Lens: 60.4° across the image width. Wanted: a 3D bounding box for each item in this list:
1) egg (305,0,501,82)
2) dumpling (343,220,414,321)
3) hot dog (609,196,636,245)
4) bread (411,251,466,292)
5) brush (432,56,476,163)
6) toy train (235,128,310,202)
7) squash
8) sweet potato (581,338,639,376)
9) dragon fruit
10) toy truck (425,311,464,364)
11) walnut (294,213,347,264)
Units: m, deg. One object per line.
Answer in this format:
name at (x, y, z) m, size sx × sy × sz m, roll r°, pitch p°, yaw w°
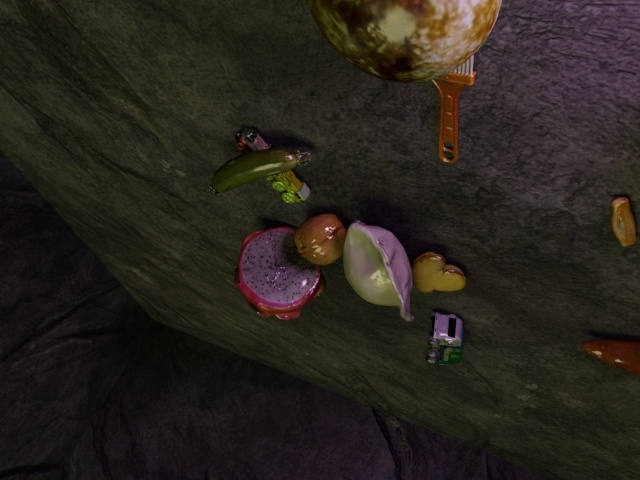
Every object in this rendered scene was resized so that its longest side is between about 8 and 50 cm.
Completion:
egg at (0.102, -0.345, 0.753) m, size 0.289 × 0.238 × 0.238 m, roll 25°, pitch 154°, yaw 20°
dumpling at (0.170, 0.092, 1.468) m, size 0.260 × 0.181 × 0.341 m, roll 55°, pitch 152°, yaw 28°
hot dog at (0.598, -0.037, 1.090) m, size 0.044 × 0.028 × 0.137 m, roll -22°, pitch 134°, yaw 23°
bread at (0.326, 0.080, 1.511) m, size 0.149 × 0.065 × 0.188 m, roll 5°, pitch 144°, yaw 16°
brush at (0.245, -0.250, 1.042) m, size 0.090 × 0.017 × 0.314 m, roll 18°, pitch 152°, yaw 22°
toy train at (-0.127, -0.194, 1.428) m, size 0.085 × 0.053 × 0.250 m, roll -12°, pitch 133°, yaw 39°
squash at (-0.172, -0.180, 1.367) m, size 0.318 × 0.071 × 0.080 m, roll -15°, pitch 167°, yaw 28°
sweet potato at (0.859, 0.309, 1.389) m, size 0.359 × 0.112 × 0.112 m, roll -7°, pitch 139°, yaw 43°
dragon fruit at (-0.125, 0.115, 1.732) m, size 0.290 × 0.291 × 0.189 m, roll 21°, pitch 159°, yaw 11°
toy truck at (0.413, 0.334, 1.826) m, size 0.124 × 0.114 × 0.253 m, roll 6°, pitch 149°, yaw 10°
walnut at (0.000, 0.000, 1.566) m, size 0.144 × 0.144 × 0.180 m, roll 39°, pitch 155°, yaw -24°
